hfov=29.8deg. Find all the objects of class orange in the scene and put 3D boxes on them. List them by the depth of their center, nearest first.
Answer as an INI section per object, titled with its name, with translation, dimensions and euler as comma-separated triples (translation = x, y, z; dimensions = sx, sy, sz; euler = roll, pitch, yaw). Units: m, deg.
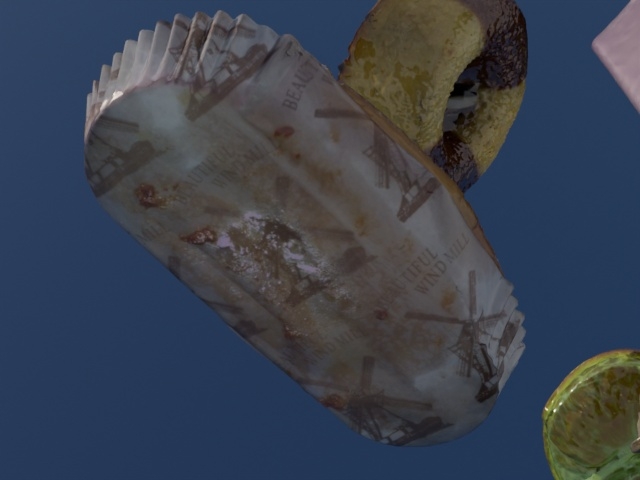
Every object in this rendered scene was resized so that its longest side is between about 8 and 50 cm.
[orange]
translation = 0.329, 0.231, 1.228
dimensions = 0.179, 0.158, 0.237
euler = -29, -106, 12

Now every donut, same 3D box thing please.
[donut]
translation = 0.082, -0.102, 0.833
dimensions = 0.073, 0.184, 0.166
euler = 33, -129, 29

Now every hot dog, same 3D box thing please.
[hot dog]
translation = 0.000, 0.000, 0.596
dimensions = 0.144, 0.075, 0.268
euler = -30, -66, 23

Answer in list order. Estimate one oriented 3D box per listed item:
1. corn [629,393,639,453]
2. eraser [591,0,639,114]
[corn]
translation = 0.411, 0.145, 0.980
dimensions = 0.305, 0.106, 0.106
euler = -3, -99, -4
[eraser]
translation = 0.431, -0.183, 1.135
dimensions = 0.122, 0.359, 0.272
euler = 31, -68, -22
